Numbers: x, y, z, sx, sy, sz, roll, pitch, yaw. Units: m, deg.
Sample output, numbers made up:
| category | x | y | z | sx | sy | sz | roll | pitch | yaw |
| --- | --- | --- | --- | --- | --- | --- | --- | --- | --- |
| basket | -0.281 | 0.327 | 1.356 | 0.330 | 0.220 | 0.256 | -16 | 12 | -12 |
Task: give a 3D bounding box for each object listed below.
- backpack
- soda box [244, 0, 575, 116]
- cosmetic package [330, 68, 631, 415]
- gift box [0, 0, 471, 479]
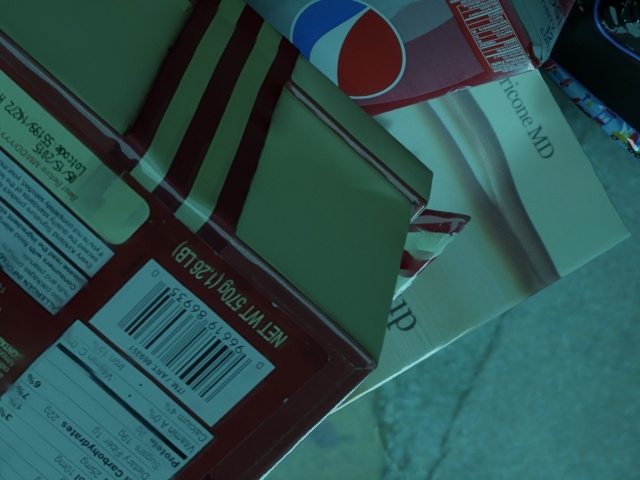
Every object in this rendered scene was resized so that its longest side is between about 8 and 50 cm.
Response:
| category | x | y | z | sx | sy | sz | roll | pitch | yaw |
| --- | --- | --- | --- | --- | --- | --- | --- | --- | --- |
| backpack | 0.216 | -0.140 | 1.094 | 0.158 | 0.117 | 0.173 | 37 | 73 | -18 |
| soda box | -0.005 | -0.111 | 1.016 | 0.263 | 0.092 | 0.083 | -13 | 120 | 32 |
| cosmetic package | 0.000 | 0.000 | 1.099 | 0.296 | 0.129 | 0.153 | -32 | 107 | 2 |
| gift box | -0.089 | -0.004 | 0.885 | 0.276 | 0.258 | 0.255 | -40 | 102 | 19 |
